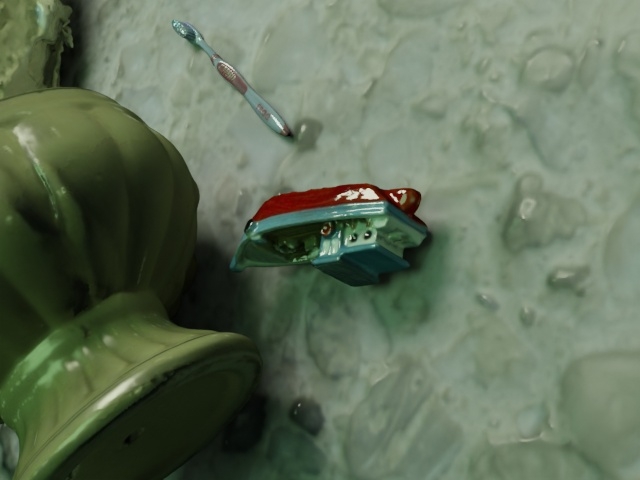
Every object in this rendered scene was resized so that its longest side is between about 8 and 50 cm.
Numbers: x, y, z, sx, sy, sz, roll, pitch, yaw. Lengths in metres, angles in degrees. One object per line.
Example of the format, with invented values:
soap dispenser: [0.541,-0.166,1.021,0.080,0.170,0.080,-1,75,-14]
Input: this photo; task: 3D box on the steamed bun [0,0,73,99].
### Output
steamed bun: [-0.397,-0.202,1.264,0.312,0.233,0.333,19,84,47]

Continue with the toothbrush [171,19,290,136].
toothbrush: [-0.076,-0.139,1.082,0.013,0.019,0.193,-56,49,16]

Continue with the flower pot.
flower pot: [-0.195,0.066,0.965,0.307,0.307,0.244,-48,68,24]

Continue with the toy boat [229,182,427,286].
toy boat: [0.000,0.000,0.933,0.173,0.069,0.058,-6,65,40]
